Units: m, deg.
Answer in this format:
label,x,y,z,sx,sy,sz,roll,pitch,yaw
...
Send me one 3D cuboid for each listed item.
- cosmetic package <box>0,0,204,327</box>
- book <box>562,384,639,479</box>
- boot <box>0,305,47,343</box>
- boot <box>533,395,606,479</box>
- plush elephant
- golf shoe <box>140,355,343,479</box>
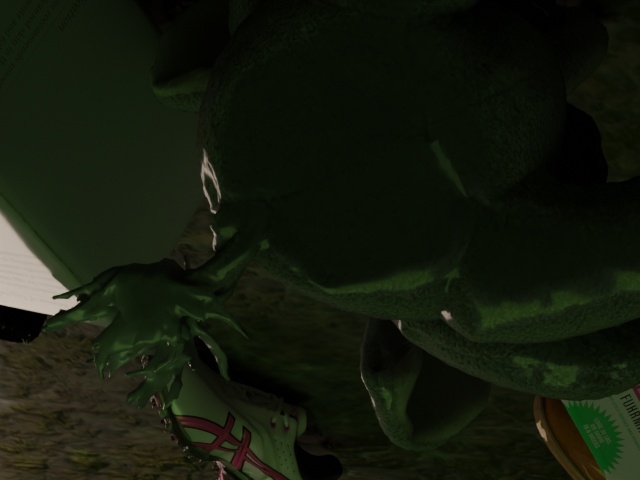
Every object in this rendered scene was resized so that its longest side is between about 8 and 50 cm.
label,x,y,z,sx,sy,sz,roll,pitch,yaw
cosmetic package,-0.203,-0.082,1.009,0.224,0.138,0.224,9,148,37
book,0.215,0.084,1.149,0.144,0.035,0.096,-30,89,30
boot,-0.275,0.044,1.304,0.207,0.094,0.246,10,141,16
boot,0.299,0.115,1.188,0.295,0.104,0.211,30,132,-5
plush elephant,0.048,-0.046,0.913,0.330,0.255,0.271,-30,94,11
golf shoe,-0.056,0.123,1.374,0.086,0.067,0.186,-31,128,9
